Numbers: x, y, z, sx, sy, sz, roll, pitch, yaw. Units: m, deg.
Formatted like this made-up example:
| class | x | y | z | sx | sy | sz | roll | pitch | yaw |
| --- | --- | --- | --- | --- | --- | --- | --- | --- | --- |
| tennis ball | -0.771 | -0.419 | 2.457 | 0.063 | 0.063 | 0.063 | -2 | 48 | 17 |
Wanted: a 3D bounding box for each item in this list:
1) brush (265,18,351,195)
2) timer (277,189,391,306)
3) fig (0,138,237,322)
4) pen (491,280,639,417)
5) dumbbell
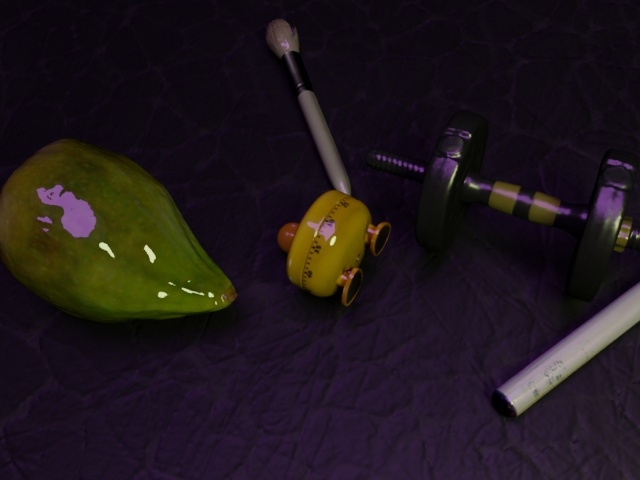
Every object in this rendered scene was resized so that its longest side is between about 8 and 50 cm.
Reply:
| class | x | y | z | sx | sy | sz | roll | pitch | yaw |
| --- | --- | --- | --- | --- | --- | --- | --- | --- | --- |
| brush | -0.011 | -0.165 | 0.862 | 0.042 | 0.039 | 0.299 | -18 | 58 | -6 |
| timer | 0.000 | 0.000 | 0.712 | 0.109 | 0.107 | 0.107 | 25 | 63 | 17 |
| fig | -0.211 | 0.009 | 0.718 | 0.167 | 0.167 | 0.233 | -44 | 100 | -21 |
| pen | 0.270 | 0.079 | 0.672 | 0.269 | 0.033 | 0.033 | -33 | 59 | -14 |
| dumbbell | 0.195 | -0.036 | 0.689 | 0.325 | 0.143 | 0.143 | 19 | 61 | 18 |
